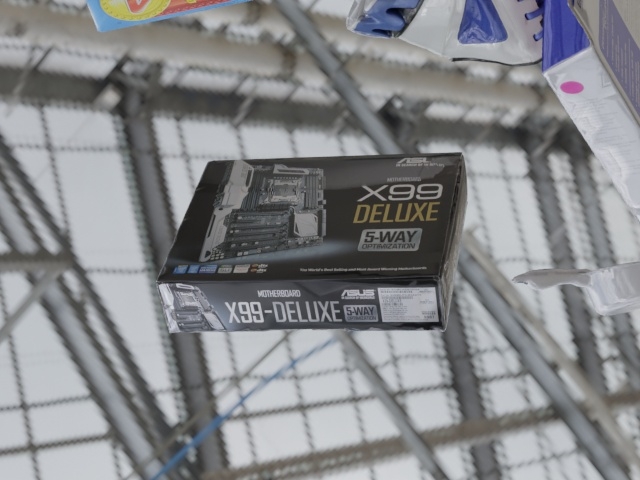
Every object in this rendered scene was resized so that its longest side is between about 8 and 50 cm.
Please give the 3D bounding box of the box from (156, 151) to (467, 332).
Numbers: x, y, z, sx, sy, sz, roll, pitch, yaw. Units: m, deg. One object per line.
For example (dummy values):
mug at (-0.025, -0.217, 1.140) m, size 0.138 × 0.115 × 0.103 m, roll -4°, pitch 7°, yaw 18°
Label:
box at (0.000, 0.000, 1.719) m, size 0.242 × 0.307 × 0.077 m, roll -73°, pitch -23°, yaw -52°

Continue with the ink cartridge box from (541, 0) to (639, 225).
ink cartridge box at (0.264, -0.173, 1.413) m, size 0.371 × 0.069 × 0.176 m, roll 48°, pitch -138°, yaw -52°

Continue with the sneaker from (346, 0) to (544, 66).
sneaker at (0.176, -0.274, 1.493) m, size 0.182 × 0.315 × 0.127 m, roll 26°, pitch -130°, yaw -15°

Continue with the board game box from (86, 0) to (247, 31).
board game box at (-0.062, -0.304, 1.181) m, size 0.302 × 0.308 × 0.086 m, roll 75°, pitch -177°, yaw -63°

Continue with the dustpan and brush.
dustpan and brush at (0.301, 0.044, 1.621) m, size 0.211 × 0.147 × 0.060 m, roll -12°, pitch -100°, yaw -16°
